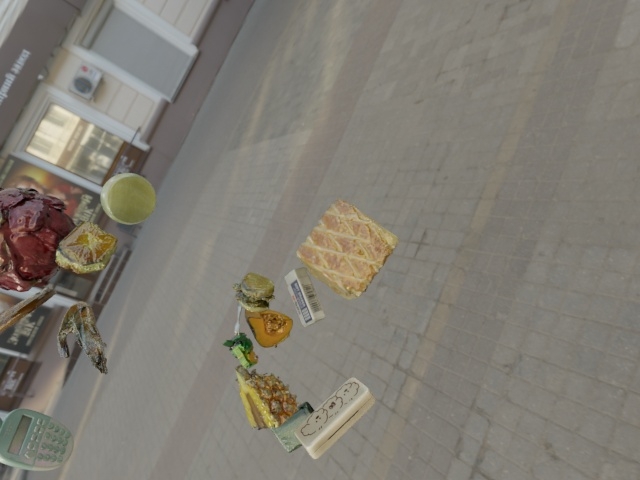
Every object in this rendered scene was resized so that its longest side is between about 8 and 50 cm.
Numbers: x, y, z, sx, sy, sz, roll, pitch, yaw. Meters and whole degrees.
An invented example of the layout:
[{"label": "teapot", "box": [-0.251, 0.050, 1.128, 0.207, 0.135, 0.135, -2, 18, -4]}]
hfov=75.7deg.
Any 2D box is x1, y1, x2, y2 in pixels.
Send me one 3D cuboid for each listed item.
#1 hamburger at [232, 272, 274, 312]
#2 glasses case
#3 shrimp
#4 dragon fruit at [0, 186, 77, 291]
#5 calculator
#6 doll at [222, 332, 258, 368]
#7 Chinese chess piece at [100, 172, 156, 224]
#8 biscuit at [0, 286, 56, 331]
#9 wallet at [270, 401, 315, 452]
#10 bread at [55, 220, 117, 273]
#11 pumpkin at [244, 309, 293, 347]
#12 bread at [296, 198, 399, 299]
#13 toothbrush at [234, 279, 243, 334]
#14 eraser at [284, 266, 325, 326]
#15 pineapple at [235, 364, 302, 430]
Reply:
[{"label": "hamburger", "box": [-0.284, 0.223, 1.719, 0.159, 0.184, 0.131, -61, -7, -66]}, {"label": "glasses case", "box": [0.059, 0.712, 1.670, 0.336, 0.076, 0.144, -37, 22, -20]}, {"label": "shrimp", "box": [-0.740, 0.323, 1.268, 0.169, 0.058, 0.296, -47, 58, 9]}, {"label": "dragon fruit", "box": [-0.892, -0.009, 1.197, 0.329, 0.329, 0.329, -39, 36, 36]}, {"label": "calculator", "box": [-0.961, 0.656, 1.357, 0.042, 0.295, 0.184, -38, 34, 14]}, {"label": "doll", "box": [-0.386, 0.550, 2.049, 0.106, 0.186, 0.134, -40, -4, 22]}, {"label": "Chinese chess piece", "box": [-0.537, -0.117, 1.156, 0.058, 0.144, 0.144, 12, 76, 46]}, {"label": "biscuit", "box": [-0.978, 0.232, 1.318, 0.261, 0.037, 0.262, -27, 17, 9]}, {"label": "wallet", "box": [-0.108, 0.880, 1.939, 0.236, 0.160, 0.055, -40, -8, 18]}, {"label": "bread", "box": [-0.651, 0.026, 1.155, 0.069, 0.127, 0.140, -51, 15, 46]}, {"label": "pumpkin", "box": [-0.274, 0.407, 1.917, 0.111, 0.278, 0.163, 32, 102, 45]}, {"label": "bread", "box": [0.122, 0.056, 2.000, 0.371, 0.390, 0.279, -54, -12, -9]}, {"label": "toothbrush", "box": [-0.353, 0.287, 1.827, 0.342, 0.025, 0.030, -97, 9, -56]}, {"label": "eraser", "box": [-0.080, 0.283, 2.066, 0.124, 0.081, 0.279, -42, 67, 52]}, {"label": "pineapple", "box": [-0.220, 0.629, 1.762, 0.344, 0.208, 0.286, -40, 74, 54]}]
